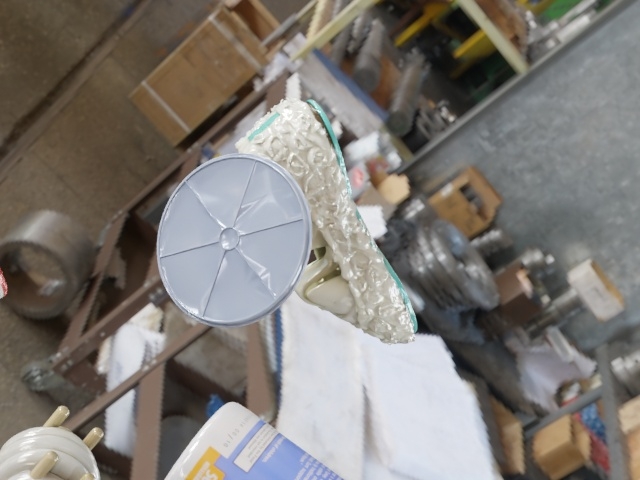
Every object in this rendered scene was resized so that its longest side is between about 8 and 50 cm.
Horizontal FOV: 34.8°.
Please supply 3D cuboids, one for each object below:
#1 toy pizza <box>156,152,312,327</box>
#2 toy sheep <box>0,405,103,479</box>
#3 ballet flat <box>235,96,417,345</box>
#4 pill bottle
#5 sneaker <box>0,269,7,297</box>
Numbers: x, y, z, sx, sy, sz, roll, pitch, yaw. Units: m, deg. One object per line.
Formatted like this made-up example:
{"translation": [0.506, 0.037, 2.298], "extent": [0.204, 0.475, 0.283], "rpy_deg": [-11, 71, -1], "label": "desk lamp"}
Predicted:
{"translation": [-0.097, 0.000, 1.165], "extent": [0.201, 0.201, 0.032], "rpy_deg": [63, 17, 21], "label": "toy pizza"}
{"translation": [-0.207, 0.183, 0.767], "extent": [0.091, 0.091, 0.132], "rpy_deg": [44, 13, -16], "label": "toy sheep"}
{"translation": [0.000, 0.000, 1.354], "extent": [0.147, 0.147, 0.409], "rpy_deg": [-84, 153, -55], "label": "ballet flat"}
{"translation": [-0.028, 0.302, 1.052], "extent": [0.272, 0.152, 0.152], "rpy_deg": [35, 24, 7], "label": "pill bottle"}
{"translation": [-0.356, 0.039, 0.869], "extent": [0.128, 0.221, 0.087], "rpy_deg": [-22, 91, -29], "label": "sneaker"}
